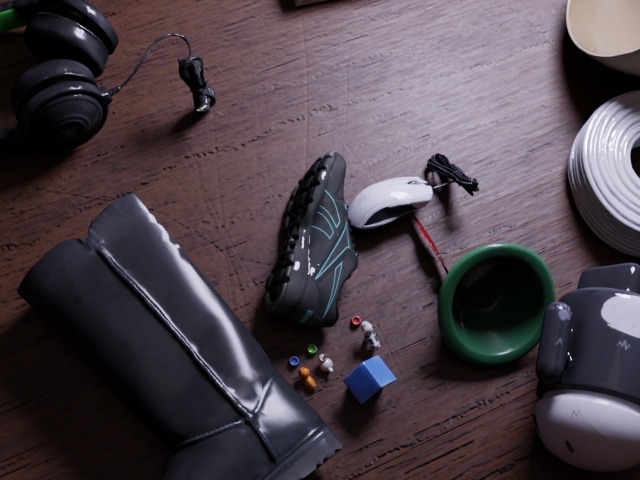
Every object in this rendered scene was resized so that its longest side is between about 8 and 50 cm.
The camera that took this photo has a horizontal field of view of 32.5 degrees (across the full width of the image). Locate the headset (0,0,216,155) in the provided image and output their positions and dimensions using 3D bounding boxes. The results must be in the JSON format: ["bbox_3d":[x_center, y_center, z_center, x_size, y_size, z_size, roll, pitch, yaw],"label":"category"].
[{"bbox_3d":[-0.359,-0.231,1.602,0.394,0.185,0.243,-3,65,10],"label":"headset"}]

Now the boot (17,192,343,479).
[{"bbox_3d":[-0.242,0.201,1.412,0.367,0.146,0.445,-36,80,-27],"label":"boot"}]

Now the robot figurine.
[{"bbox_3d":[0.383,0.172,1.476,0.209,0.173,0.278,16,68,4],"label":"robot figurine"}]

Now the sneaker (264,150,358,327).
[{"bbox_3d":[0.000,0.000,1.560,0.106,0.101,0.267,24,66,-20],"label":"sneaker"}]

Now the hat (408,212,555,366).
[{"bbox_3d":[0.222,0.053,1.586,0.173,0.183,0.208,-11,109,-10],"label":"hat"}]

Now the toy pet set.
[{"bbox_3d":[0.038,0.168,1.499,0.122,0.065,0.114,-33,75,-16],"label":"toy pet set"}]

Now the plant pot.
[{"bbox_3d":[0.546,-0.353,1.665,0.191,0.284,0.284,31,64,-31],"label":"plant pot"}]

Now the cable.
[{"bbox_3d":[0.502,-0.102,1.634,0.257,0.089,0.257,2,69,-5],"label":"cable"}]

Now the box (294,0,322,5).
[{"bbox_3d":[0.083,-0.517,1.772,0.322,0.058,0.232,-14,71,-11],"label":"box"}]

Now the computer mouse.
[{"bbox_3d":[0.125,-0.072,1.594,0.193,0.042,0.106,-22,40,-12],"label":"computer mouse"}]
